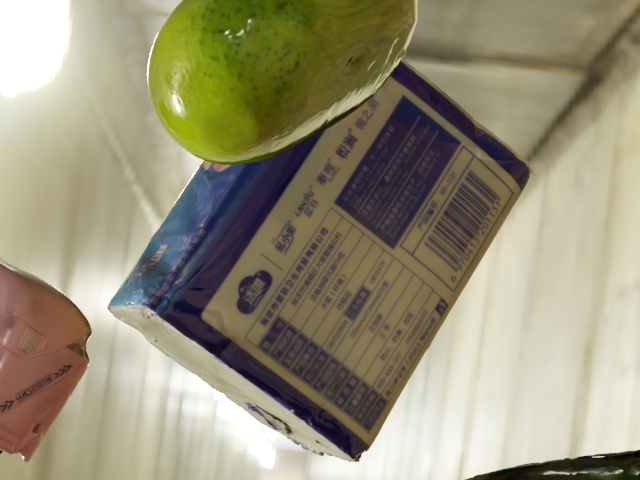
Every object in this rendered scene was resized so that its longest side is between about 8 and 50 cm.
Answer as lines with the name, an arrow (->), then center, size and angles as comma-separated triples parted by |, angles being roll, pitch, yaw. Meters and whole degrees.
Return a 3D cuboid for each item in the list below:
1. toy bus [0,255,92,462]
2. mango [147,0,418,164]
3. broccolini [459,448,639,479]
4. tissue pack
toy bus -> -0.190, 0.040, 0.800 | 0.203, 0.090, 0.063 | 22, 168, 47
mango -> -0.022, -0.086, 0.702 | 0.117, 0.089, 0.163 | -39, 178, 36
broccolini -> 0.109, 0.112, 0.676 | 0.202, 0.091, 0.068 | 9, -153, 23
tissue pack -> 0.000, 0.000, 1.199 | 0.209, 0.270, 0.137 | 36, 164, -15
